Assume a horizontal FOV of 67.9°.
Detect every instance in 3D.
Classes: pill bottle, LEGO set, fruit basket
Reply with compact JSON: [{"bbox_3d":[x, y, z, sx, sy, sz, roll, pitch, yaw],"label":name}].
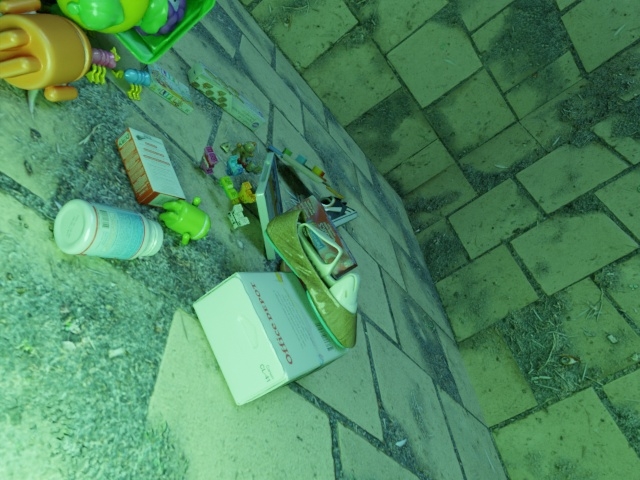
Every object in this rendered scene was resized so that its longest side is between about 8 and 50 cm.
[{"bbox_3d":[-0.345,-0.013,0.792,0.160,0.087,0.087,15,45,-62],"label":"pill bottle"},{"bbox_3d":[-0.238,-0.134,1.266,0.087,0.093,0.227,-21,82,-38],"label":"LEGO set"},{"bbox_3d":[-0.434,-0.579,1.019,0.392,0.283,0.392,47,1,-1],"label":"fruit basket"}]

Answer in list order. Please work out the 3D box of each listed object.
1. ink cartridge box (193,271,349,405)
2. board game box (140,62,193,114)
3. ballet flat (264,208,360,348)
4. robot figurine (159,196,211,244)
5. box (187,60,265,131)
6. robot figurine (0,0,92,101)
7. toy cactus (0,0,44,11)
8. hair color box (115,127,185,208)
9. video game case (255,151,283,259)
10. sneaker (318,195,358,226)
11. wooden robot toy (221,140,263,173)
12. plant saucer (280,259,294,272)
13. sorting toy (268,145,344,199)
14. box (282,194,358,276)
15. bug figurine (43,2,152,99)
[{"bbox_3d":[-0.091,0.188,1.007,0.226,0.131,0.306,61,21,16],"label":"ink cartridge box"},{"bbox_3d":[-0.433,-0.437,1.348,0.154,0.026,0.103,29,32,-52],"label":"board game box"},{"bbox_3d":[0.010,0.072,1.059,0.342,0.124,0.116,57,18,10],"label":"ballet flat"},{"bbox_3d":[-0.284,-0.044,1.015,0.115,0.067,0.101,34,56,-47],"label":"robot figurine"},{"bbox_3d":[-0.319,-0.493,1.651,0.324,0.063,0.067,30,33,-51],"label":"box"},{"bbox_3d":[-0.511,-0.351,0.874,0.158,0.128,0.219,38,23,-11],"label":"robot figurine"},{"bbox_3d":[-0.611,-0.542,0.923,0.219,0.112,0.180,-94,175,-64],"label":"toy cactus"},{"bbox_3d":[-0.365,-0.151,1.019,0.093,0.053,0.167,13,48,-61],"label":"hair color box"},{"bbox_3d":[-0.142,-0.106,1.363,0.285,0.025,0.204,-89,173,-58],"label":"video game case"},{"bbox_3d":[0.049,-0.109,1.820,0.127,0.126,0.321,63,21,2],"label":"sneaker"},{"bbox_3d":[-0.227,-0.273,1.497,0.173,0.079,0.076,36,27,-43],"label":"wooden robot toy"},{"bbox_3d":[-0.050,0.130,1.341,0.200,0.037,0.200,46,22,-25],"label":"plant saucer"},{"bbox_3d":[-0.040,-0.274,1.810,0.348,0.047,0.196,37,10,8],"label":"sorting toy"},{"bbox_3d":[0.000,0.000,1.505,0.256,0.123,0.128,60,6,9],"label":"box"},{"bbox_3d":[-0.521,-0.470,1.127,0.279,0.072,0.216,55,20,-5],"label":"bug figurine"}]
